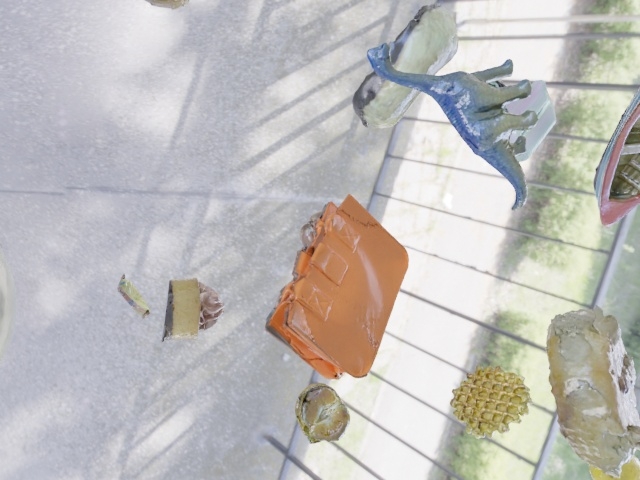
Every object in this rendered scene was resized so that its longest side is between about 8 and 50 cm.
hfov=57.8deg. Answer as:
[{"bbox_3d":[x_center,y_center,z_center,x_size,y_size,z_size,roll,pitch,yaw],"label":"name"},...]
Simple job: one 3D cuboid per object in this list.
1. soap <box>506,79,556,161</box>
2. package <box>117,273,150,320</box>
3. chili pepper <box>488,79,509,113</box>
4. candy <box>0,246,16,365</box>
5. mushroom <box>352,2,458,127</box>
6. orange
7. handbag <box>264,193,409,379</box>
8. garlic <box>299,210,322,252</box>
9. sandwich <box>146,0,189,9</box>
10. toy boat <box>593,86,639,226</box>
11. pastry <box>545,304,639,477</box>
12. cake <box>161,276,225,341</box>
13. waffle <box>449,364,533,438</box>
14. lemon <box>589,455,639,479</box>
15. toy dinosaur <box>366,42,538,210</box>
[{"bbox_3d":[0.467,-0.279,1.364,0.230,0.145,0.091,-46,116,-26],"label":"soap"},{"bbox_3d":[-0.475,0.146,1.471,0.031,0.108,0.120,-36,92,-29],"label":"package"},{"bbox_3d":[0.275,-0.250,0.952,0.227,0.059,0.088,-58,141,-61],"label":"chili pepper"},{"bbox_3d":[-0.697,0.143,1.106,0.186,0.426,0.385,10,61,-6],"label":"candy"},{"bbox_3d":[0.229,-0.421,1.469,0.344,0.130,0.247,-47,160,9],"label":"mushroom"},{"bbox_3d":[0.004,0.479,1.621,0.160,0.112,0.169,20,99,-6],"label":"orange"},{"bbox_3d":[0.054,0.123,1.473,0.303,0.116,0.409,43,55,-26],"label":"handbag"},{"bbox_3d":[0.000,0.000,2.076,0.191,0.160,0.214,32,110,-28],"label":"garlic"},{"bbox_3d":[-0.191,-0.409,0.699,0.087,0.251,0.226,4,104,-11],"label":"sandwich"},{"bbox_3d":[0.506,-0.166,0.881,0.136,0.079,0.392,-3,146,-4],"label":"toy boat"},{"bbox_3d":[0.463,0.240,0.965,0.256,0.121,0.235,60,35,-19],"label":"pastry"},{"bbox_3d":[-0.383,0.216,1.758,0.178,0.185,0.207,11,72,-15],"label":"cake"},{"bbox_3d":[0.387,0.366,1.325,0.191,0.191,0.038,-49,124,-19],"label":"waffle"},{"bbox_3d":[0.693,0.538,1.356,0.133,0.109,0.109,20,90,-32],"label":"lemon"},{"bbox_3d":[0.174,-0.142,0.742,0.188,0.075,0.247,-12,102,3],"label":"toy dinosaur"}]
